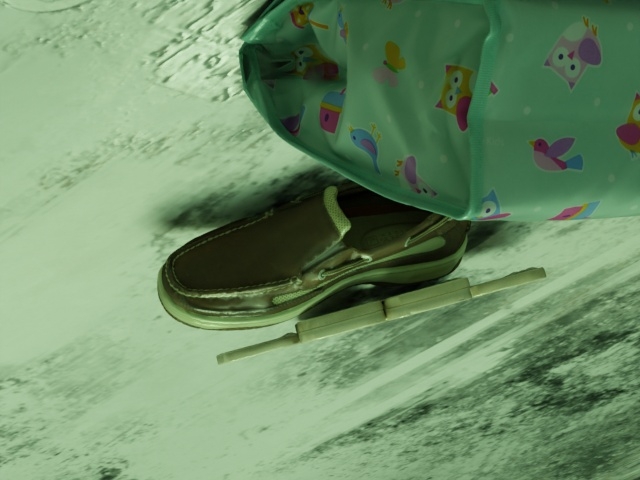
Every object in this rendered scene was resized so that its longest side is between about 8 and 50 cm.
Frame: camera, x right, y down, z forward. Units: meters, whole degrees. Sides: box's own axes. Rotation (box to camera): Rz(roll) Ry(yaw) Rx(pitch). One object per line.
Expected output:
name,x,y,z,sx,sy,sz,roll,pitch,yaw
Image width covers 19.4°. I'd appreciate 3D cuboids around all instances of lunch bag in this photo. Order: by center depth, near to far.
lunch bag,0.100,-0.102,1.192,0.223,0.160,0.262,-2,-168,-34

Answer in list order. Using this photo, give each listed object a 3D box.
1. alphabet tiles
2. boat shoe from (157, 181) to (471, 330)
alphabet tiles,0.047,0.060,1.587,0.278,0.021,0.284,-15,177,-1
boat shoe,-0.003,-0.006,1.456,0.257,0.095,0.095,-15,147,-21
